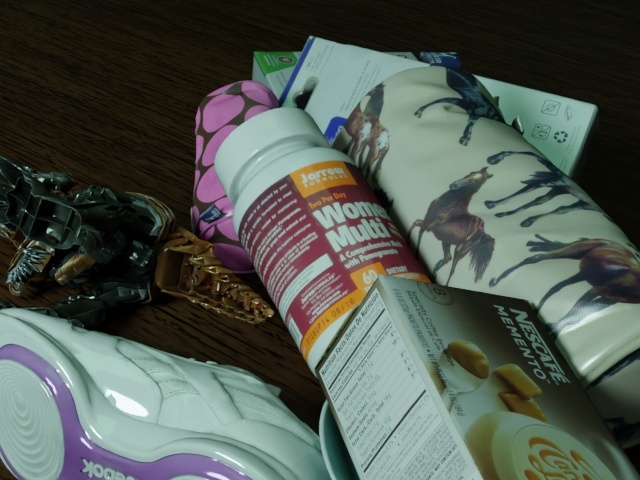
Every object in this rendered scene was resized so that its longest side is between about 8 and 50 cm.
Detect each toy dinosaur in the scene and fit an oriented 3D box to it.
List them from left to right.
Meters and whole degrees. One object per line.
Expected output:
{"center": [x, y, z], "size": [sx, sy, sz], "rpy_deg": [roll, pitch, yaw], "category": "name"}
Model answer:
{"center": [-0.190, 0.000, 0.975], "size": [0.321, 0.164, 0.218], "rpy_deg": [-4, 5, 29], "category": "toy dinosaur"}

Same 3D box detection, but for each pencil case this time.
{"center": [-0.084, -0.067, 1.111], "size": [0.098, 0.095, 0.209], "rpy_deg": [-19, 42, 14], "category": "pencil case"}
{"center": [0.169, 0.002, 0.949], "size": [0.183, 0.160, 0.410], "rpy_deg": [-25, 45, -10], "category": "pencil case"}

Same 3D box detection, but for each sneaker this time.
{"center": [-0.119, 0.133, 0.799], "size": [0.305, 0.114, 0.152], "rpy_deg": [25, 22, 23], "category": "sneaker"}

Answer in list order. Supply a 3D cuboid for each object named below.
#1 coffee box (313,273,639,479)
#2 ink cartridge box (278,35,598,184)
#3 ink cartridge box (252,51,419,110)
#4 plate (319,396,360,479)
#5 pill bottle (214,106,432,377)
{"center": [0.111, 0.145, 0.715], "size": [0.141, 0.098, 0.247], "rpy_deg": [12, 34, -31], "category": "coffee box"}
{"center": [0.110, -0.103, 1.193], "size": [0.332, 0.065, 0.165], "rpy_deg": [19, 72, 20], "category": "ink cartridge box"}
{"center": [0.032, -0.163, 1.349], "size": [0.208, 0.087, 0.153], "rpy_deg": [-3, 30, -15], "category": "ink cartridge box"}
{"center": [0.078, 0.169, 0.776], "size": [0.188, 0.024, 0.188], "rpy_deg": [23, 30, -14], "category": "plate"}
{"center": [0.000, 0.000, 0.943], "size": [0.121, 0.121, 0.221], "rpy_deg": [-13, 58, -30], "category": "pill bottle"}
